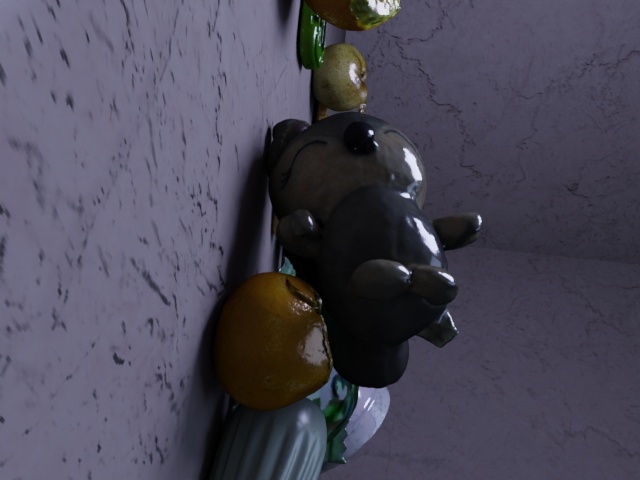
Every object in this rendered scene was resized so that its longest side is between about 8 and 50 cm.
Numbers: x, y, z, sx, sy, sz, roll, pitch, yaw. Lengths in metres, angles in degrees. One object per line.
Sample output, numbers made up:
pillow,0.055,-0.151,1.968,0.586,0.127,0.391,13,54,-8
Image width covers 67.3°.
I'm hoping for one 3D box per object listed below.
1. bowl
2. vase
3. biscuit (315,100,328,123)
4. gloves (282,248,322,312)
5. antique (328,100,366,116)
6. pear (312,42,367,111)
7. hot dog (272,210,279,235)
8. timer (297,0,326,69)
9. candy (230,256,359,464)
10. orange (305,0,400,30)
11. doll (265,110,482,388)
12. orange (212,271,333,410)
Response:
bowl,0.000,0.370,1.092,0.144,0.286,0.287,54,11,-8
vase,-0.076,0.299,0.546,0.128,0.128,0.248,92,15,-52
biscuit,0.003,-0.355,1.376,0.212,0.041,0.239,101,-4,-60
gloves,-0.005,-0.003,0.950,0.152,0.197,0.301,-30,116,-43
antique,0.075,-0.435,1.572,0.152,0.147,0.147,-84,180,-51
pear,0.050,-0.418,1.226,0.167,0.136,0.167,0,90,-68
hot dog,-0.057,-0.066,0.830,0.056,0.041,0.133,-69,164,-77
timer,-0.012,-0.412,0.937,0.128,0.047,0.140,29,67,-86
candy,-0.033,0.222,0.834,0.398,0.171,0.263,67,22,-57
orange,0.043,-0.444,0.724,0.179,0.158,0.238,-23,122,-43
doll,0.028,0.002,0.699,0.379,0.252,0.383,117,-32,-42
orange,-0.049,0.112,0.538,0.154,0.134,0.155,13,90,-90
